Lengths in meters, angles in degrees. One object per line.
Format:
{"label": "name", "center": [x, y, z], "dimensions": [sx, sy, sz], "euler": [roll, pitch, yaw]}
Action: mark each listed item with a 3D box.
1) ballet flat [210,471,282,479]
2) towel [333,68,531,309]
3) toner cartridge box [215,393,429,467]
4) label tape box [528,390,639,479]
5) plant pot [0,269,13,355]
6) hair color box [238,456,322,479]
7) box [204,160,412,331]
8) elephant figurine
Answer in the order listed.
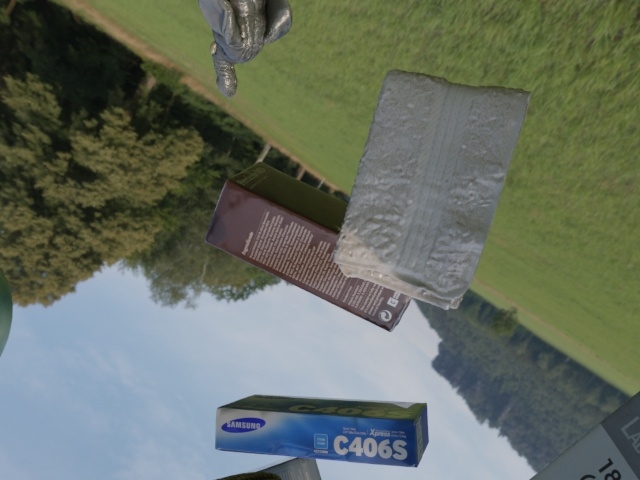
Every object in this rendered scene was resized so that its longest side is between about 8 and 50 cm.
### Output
{"label": "ballet flat", "center": [-0.165, 0.313, 0.591], "dimensions": [0.250, 0.084, 0.058], "euler": [-13, -156, -18]}
{"label": "towel", "center": [0.132, -0.066, 0.657], "dimensions": [0.187, 0.282, 0.049], "euler": [18, -171, 21]}
{"label": "toner cartridge box", "center": [0.007, 0.328, 0.916], "dimensions": [0.348, 0.075, 0.165], "euler": [-3, 171, 17]}
{"label": "label tape box", "center": [0.299, 0.186, 0.347], "dimensions": [0.241, 0.333, 0.106], "euler": [24, -154, -20]}
{"label": "plant pot", "center": [-0.431, 0.068, 0.479], "dimensions": [0.293, 0.293, 0.196], "euler": [35, 175, 19]}
{"label": "hair color box", "center": [-0.198, 0.618, 1.217], "dimensions": [0.375, 0.185, 0.113], "euler": [-8, -111, -29]}
{"label": "box", "center": [0.000, 0.000, 0.988], "dimensions": [0.382, 0.143, 0.191], "euler": [24, -158, 3]}
{"label": "elephant figurine", "center": [-0.131, -0.371, 0.841], "dimensions": [0.186, 0.170, 0.239], "euler": [-95, -12, -74]}
